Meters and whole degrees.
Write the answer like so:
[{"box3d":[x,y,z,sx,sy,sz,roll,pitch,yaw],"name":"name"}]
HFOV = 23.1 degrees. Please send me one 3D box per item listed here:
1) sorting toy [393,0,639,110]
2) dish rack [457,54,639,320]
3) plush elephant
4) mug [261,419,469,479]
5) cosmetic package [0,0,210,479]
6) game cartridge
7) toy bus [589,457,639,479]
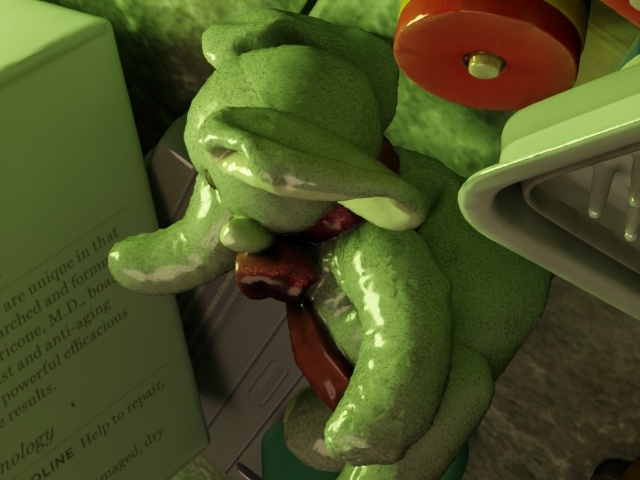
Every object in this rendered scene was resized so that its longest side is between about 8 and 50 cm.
[{"box3d":[0.170,-0.103,0.734,0.257,0.089,0.255,27,153,-30],"name":"sorting toy"},{"box3d":[0.260,-0.010,0.695,0.333,0.072,0.285,26,154,-31],"name":"dish rack"},{"box3d":[0.000,0.000,0.937,0.255,0.272,0.330,35,107,-8],"name":"plush elephant"},{"box3d":[0.026,0.194,1.225,0.129,0.097,0.158,13,147,-28],"name":"mug"},{"box3d":[-0.334,0.040,1.166,0.329,0.327,0.394,20,134,38],"name":"cosmetic package"},{"box3d":[-0.075,0.060,1.254,0.230,0.068,0.355,41,145,4],"name":"game cartridge"},{"box3d":[0.270,0.185,1.032,0.130,0.108,0.333,37,144,1],"name":"toy bus"}]
